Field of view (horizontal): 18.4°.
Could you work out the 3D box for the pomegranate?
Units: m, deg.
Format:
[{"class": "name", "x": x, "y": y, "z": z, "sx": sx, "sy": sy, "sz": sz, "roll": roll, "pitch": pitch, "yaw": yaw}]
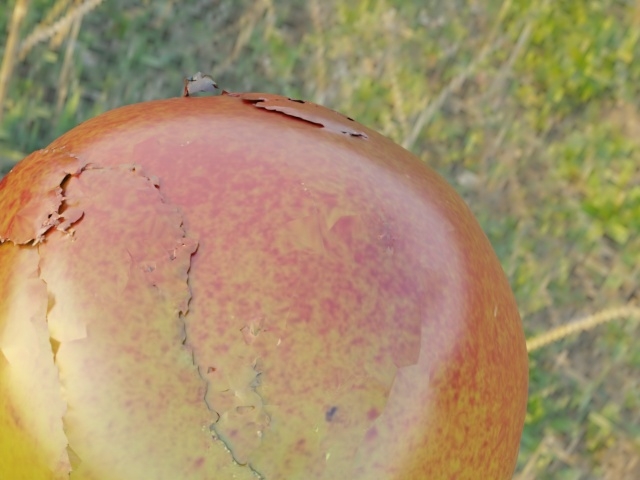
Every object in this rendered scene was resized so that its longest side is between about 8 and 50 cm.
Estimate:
[{"class": "pomegranate", "x": -0.034, "y": 0.062, "z": 0.662, "sx": 0.210, "sy": 0.210, "sz": 0.235, "roll": 11, "pitch": 55, "yaw": -12}]
